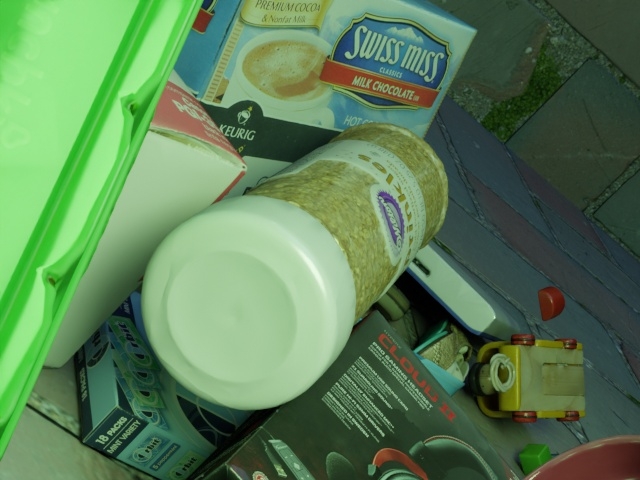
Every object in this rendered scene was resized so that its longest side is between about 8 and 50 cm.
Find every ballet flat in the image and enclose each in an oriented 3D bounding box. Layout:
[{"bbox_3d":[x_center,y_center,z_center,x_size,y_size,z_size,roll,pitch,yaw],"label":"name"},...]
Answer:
[{"bbox_3d":[0.135,0.134,1.319,0.067,0.073,0.206,54,20,4],"label":"ballet flat"}]

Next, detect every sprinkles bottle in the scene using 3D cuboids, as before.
[{"bbox_3d":[0.000,0.000,0.834,0.121,0.121,0.355,44,22,2],"label":"sprinkles bottle"}]

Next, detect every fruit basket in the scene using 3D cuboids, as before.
[{"bbox_3d":[-0.236,-0.081,0.613,0.283,0.392,0.392,28,22,-23],"label":"fruit basket"}]

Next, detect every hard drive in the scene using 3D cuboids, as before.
[{"bbox_3d":[0.153,0.044,1.499,0.210,0.040,0.319,45,5,15],"label":"hard drive"}]

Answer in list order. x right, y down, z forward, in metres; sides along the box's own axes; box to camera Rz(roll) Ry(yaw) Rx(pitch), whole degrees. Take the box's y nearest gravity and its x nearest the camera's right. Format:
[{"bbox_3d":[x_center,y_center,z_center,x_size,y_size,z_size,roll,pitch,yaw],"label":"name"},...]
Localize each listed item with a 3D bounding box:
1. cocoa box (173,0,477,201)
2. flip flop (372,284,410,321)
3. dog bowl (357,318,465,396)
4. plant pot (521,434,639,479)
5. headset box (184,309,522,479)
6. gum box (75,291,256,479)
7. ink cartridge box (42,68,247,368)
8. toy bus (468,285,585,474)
[{"bbox_3d":[-0.066,-0.169,1.082,0.231,0.228,0.347,36,18,31],"label":"cocoa box"},{"bbox_3d":[0.007,0.020,1.299,0.112,0.080,0.277,53,3,42],"label":"flip flop"},{"bbox_3d":[-0.008,0.082,1.027,0.297,0.074,0.166,34,-3,-31],"label":"dog bowl"},{"bbox_3d":[0.265,0.300,1.032,0.180,0.201,0.201,56,13,-17],"label":"plant pot"},{"bbox_3d":[0.034,0.189,0.774,0.218,0.110,0.293,50,26,2],"label":"headset box"},{"bbox_3d":[-0.093,0.119,0.869,0.184,0.041,0.157,33,20,-30],"label":"gum box"},{"bbox_3d":[-0.214,-0.087,0.800,0.283,0.207,0.117,53,18,27],"label":"ink cartridge box"},{"bbox_3d":[0.228,0.164,1.391,0.191,0.104,0.202,-53,123,-40],"label":"toy bus"}]
